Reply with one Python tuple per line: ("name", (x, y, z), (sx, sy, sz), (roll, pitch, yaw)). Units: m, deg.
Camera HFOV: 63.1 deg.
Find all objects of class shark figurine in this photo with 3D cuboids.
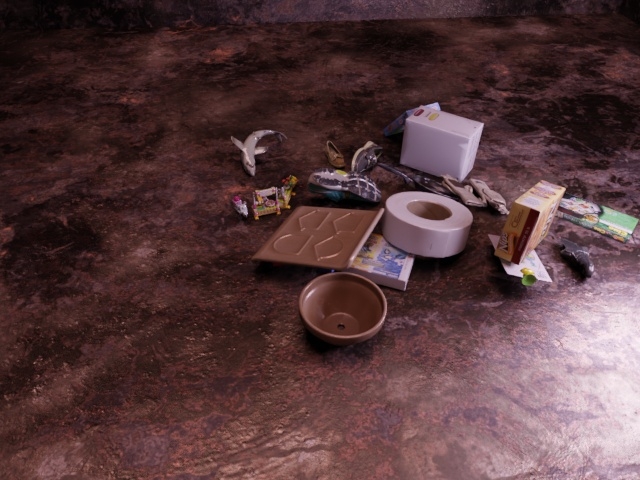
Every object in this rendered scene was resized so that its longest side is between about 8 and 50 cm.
("shark figurine", (-0.270, -0.382, 2.110), (0.166, 0.116, 0.278), (40, 55, -7))

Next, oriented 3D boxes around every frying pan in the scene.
("frying pan", (0.363, -0.191, 1.846), (0.326, 0.053, 0.197), (6, 26, -34))

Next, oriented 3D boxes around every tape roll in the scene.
("tape roll", (0.344, -0.057, 1.696), (0.286, 0.100, 0.286), (6, 29, -3))

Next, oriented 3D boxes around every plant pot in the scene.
("plant pot", (0.058, 0.205, 1.425), (0.237, 0.110, 0.237), (1, 42, -1))

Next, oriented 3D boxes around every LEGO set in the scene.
("LEGO set", (-0.168, -0.174, 1.859), (0.287, 0.107, 0.132), (-31, 50, -31))

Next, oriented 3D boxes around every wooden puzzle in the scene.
("wooden puzzle", (0.000, 0.000, 1.641), (0.347, 0.081, 0.322), (1, 32, 28))

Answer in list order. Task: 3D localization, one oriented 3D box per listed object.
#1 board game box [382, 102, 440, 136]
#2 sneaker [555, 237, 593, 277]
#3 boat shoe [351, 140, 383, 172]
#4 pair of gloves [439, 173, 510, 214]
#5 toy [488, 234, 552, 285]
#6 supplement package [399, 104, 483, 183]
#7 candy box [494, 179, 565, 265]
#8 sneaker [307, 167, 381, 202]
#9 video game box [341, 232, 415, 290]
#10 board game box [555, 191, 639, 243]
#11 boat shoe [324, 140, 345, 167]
("board game box", (0.381, -0.509, 2.200), (0.160, 0.211, 0.039), (-20, 87, -22))
("sneaker", (0.806, 0.055, 1.659), (0.089, 0.051, 0.170), (10, 37, 10))
("boat shoe", (0.187, -0.328, 2.064), (0.073, 0.080, 0.223), (13, 38, 21))
("pair of gloves", (0.549, -0.165, 1.869), (0.240, 0.042, 0.204), (5, 33, -30))
("toy", (0.610, 0.067, 1.625), (0.136, 0.056, 0.237), (10, 27, -3))
("supplement package", (0.465, -0.375, 2.027), (0.261, 0.204, 0.145), (23, 46, 23))
("candy box", (0.657, -0.063, 1.628), (0.087, 0.183, 0.316), (27, 31, 27))
("sneaker", (0.087, -0.190, 1.886), (0.275, 0.110, 0.107), (13, 57, -12))
("video game box", (0.190, 0.058, 1.645), (0.205, 0.048, 0.187), (13, 40, 14))
("board game box", (0.964, -0.084, 1.836), (0.259, 0.030, 0.136), (29, 46, 28))
("boat shoe", (0.057, -0.347, 2.106), (0.056, 0.048, 0.153), (-11, 42, -13))
